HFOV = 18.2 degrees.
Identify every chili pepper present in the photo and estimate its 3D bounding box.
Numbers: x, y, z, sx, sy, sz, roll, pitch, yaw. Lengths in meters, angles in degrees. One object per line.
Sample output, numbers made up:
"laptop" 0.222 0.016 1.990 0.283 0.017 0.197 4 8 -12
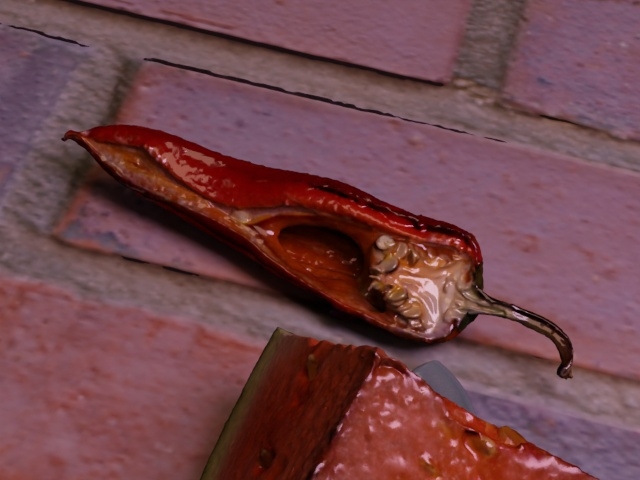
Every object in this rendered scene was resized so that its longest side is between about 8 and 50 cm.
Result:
"chili pepper" 0.000 0.000 0.930 0.268 0.059 0.050 22 4 18

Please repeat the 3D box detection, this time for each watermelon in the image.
"watermelon" 0.039 0.112 0.771 0.145 0.137 0.193 28 41 -15

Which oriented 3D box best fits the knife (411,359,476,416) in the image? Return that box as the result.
"knife" 0.069 0.127 0.818 0.028 0.015 0.210 2 41 -18
